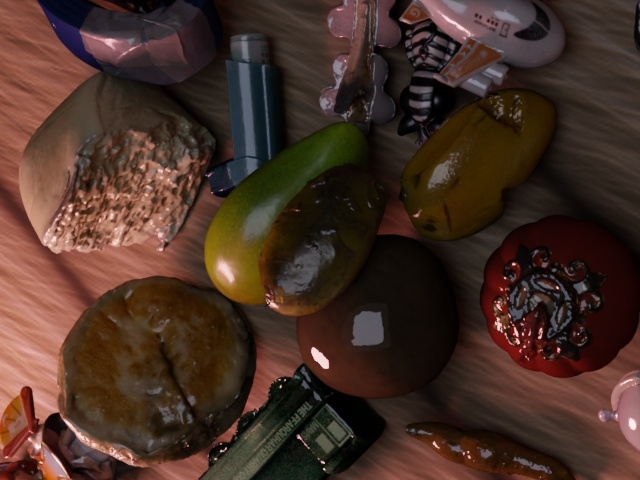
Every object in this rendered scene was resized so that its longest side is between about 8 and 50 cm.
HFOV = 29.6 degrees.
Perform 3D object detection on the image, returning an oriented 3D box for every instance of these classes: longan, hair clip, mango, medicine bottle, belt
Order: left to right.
[{"bbox_3d":[-0.319,-0.384,1.940,0.347,0.117,0.212,30,68,25],"label":"belt"},{"bbox_3d":[-0.119,-0.198,1.938,0.124,0.079,0.258,1,95,27],"label":"medicine bottle"},{"bbox_3d":[-0.048,-0.045,1.858,0.343,0.192,0.156,-52,51,17],"label":"mango"},{"bbox_3d":[0.060,-0.280,1.847,0.146,0.075,0.257,11,94,41],"label":"hair clip"},{"bbox_3d":[0.083,0.119,1.791,0.246,0.215,0.246,-1,62,2],"label":"longan"},{"bbox_3d":[0.227,-0.111,1.734,0.262,0.167,0.130,-50,36,12],"label":"mango"}]

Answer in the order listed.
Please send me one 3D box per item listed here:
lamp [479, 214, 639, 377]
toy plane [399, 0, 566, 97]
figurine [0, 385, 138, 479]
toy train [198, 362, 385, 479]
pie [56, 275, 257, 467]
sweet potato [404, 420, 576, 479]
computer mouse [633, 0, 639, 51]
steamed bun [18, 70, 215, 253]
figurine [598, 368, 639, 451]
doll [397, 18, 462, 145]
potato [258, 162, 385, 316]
[{"bbox_3d":[0.329,0.078,1.670,0.227,0.227,0.227,3,97,26],"label":"lamp"},{"bbox_3d":[0.229,-0.321,1.696,0.244,0.117,0.245,-1,77,5],"label":"toy plane"},{"bbox_3d":[-0.461,0.418,2.112,0.276,0.248,0.388,44,103,19],"label":"figurine"},{"bbox_3d":[-0.047,0.330,1.932,0.178,0.138,0.330,45,114,11],"label":"toy train"},{"bbox_3d":[-0.267,0.208,1.974,0.339,0.077,0.339,2,64,-3],"label":"pie"},{"bbox_3d":[0.258,0.320,1.816,0.274,0.067,0.067,15,102,19],"label":"sweet potato"},{"bbox_3d":[0.498,-0.319,1.623,0.106,0.062,0.192,41,106,18],"label":"computer mouse"},{"bbox_3d":[-0.359,-0.126,1.964,0.273,0.272,0.290,48,110,15],"label":"steamed bun"},{"bbox_3d":[0.502,0.235,1.649,0.237,0.141,0.162,1,130,35],"label":"figurine"},{"bbox_3d":[0.164,-0.249,1.798,0.091,0.067,0.219,9,94,29],"label":"doll"},{"bbox_3d":[0.000,0.000,1.717,0.149,0.113,0.251,31,73,28],"label":"potato"}]
